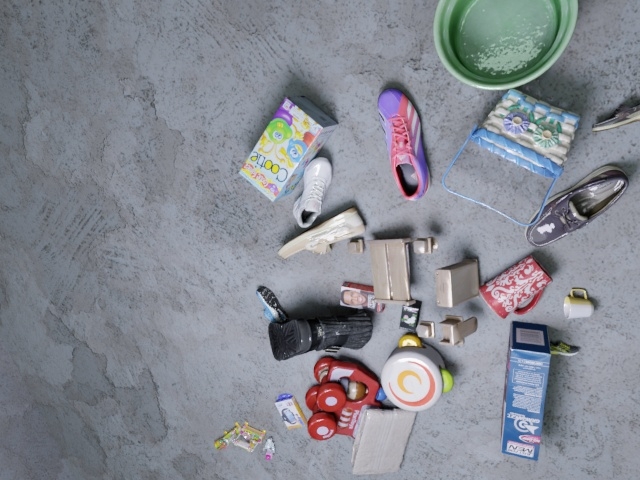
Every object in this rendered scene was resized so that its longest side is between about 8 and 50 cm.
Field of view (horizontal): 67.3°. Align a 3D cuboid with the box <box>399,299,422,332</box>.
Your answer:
[{"bbox_3d":[0.282,0.233,1.508,0.052,0.062,0.083,12,112,19],"label":"box"}]

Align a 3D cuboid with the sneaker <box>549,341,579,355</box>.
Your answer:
[{"bbox_3d":[0.698,0.310,1.387,0.084,0.031,0.035,-4,105,23],"label":"sneaker"}]

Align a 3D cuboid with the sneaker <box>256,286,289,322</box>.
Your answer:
[{"bbox_3d":[-0.184,0.242,1.695,0.073,0.063,0.162,-30,95,30],"label":"sneaker"}]

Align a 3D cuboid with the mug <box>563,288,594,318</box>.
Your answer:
[{"bbox_3d":[0.713,0.179,1.323,0.064,0.062,0.078,1,114,13],"label":"mug"}]

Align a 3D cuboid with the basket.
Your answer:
[{"bbox_3d":[0.476,-0.211,1.204,0.255,0.201,0.288,26,105,11],"label":"basket"}]

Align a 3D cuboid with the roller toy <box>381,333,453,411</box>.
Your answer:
[{"bbox_3d":[0.294,0.423,1.520,0.209,0.146,0.191,42,108,11],"label":"roller toy"}]

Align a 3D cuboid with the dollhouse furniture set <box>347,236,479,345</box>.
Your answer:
[{"bbox_3d":[0.278,0.137,1.462,0.356,0.174,0.302,-1,95,44],"label":"dollhouse furniture set"}]

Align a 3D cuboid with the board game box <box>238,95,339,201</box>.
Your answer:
[{"bbox_3d":[-0.096,-0.275,1.441,0.142,0.144,0.275,40,116,5],"label":"board game box"}]

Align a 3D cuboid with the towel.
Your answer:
[{"bbox_3d":[0.212,0.688,1.653,0.187,0.049,0.282,5,112,-17],"label":"towel"}]

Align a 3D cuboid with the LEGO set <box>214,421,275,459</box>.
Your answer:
[{"bbox_3d":[-0.328,0.809,1.916,0.287,0.107,0.132,-5,105,23],"label":"LEGO set"}]

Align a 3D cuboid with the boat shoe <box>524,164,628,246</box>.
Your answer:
[{"bbox_3d":[0.653,-0.080,1.240,0.285,0.092,0.102,-41,90,27],"label":"boat shoe"}]

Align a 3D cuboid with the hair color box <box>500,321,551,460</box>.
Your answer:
[{"bbox_3d":[0.588,0.431,1.391,0.105,0.174,0.346,4,109,21],"label":"hair color box"}]

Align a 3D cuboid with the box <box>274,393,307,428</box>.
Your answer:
[{"bbox_3d":[-0.115,0.646,1.822,0.081,0.028,0.136,-23,100,26],"label":"box"}]

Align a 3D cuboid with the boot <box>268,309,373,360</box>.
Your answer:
[{"bbox_3d":[-0.009,0.314,1.590,0.348,0.260,0.131,-24,72,61],"label":"boot"}]

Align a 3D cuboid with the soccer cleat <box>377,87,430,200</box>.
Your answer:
[{"bbox_3d":[0.229,-0.264,1.332,0.109,0.116,0.317,-12,103,24],"label":"soccer cleat"}]

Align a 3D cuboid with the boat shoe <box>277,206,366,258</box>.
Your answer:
[{"bbox_3d":[0.000,0.000,1.520,0.303,0.109,0.098,-28,95,21],"label":"boat shoe"}]

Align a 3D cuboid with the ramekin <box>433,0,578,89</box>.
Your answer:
[{"bbox_3d":[0.432,-0.504,1.138,0.304,0.148,0.303,4,101,22],"label":"ramekin"}]

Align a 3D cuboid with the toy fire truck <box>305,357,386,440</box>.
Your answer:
[{"bbox_3d":[0.091,0.549,1.654,0.254,0.169,0.301,11,112,-10],"label":"toy fire truck"}]

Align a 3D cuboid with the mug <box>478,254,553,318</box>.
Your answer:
[{"bbox_3d":[0.558,0.130,1.358,0.169,0.150,0.113,-43,52,23],"label":"mug"}]

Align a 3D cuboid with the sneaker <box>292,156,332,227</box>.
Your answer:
[{"bbox_3d":[-0.015,-0.137,1.463,0.091,0.115,0.232,9,120,-15],"label":"sneaker"}]

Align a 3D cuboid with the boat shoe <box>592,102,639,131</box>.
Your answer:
[{"bbox_3d":[0.733,-0.304,1.159,0.152,0.056,0.049,-17,96,16],"label":"boat shoe"}]

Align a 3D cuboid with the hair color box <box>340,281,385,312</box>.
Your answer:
[{"bbox_3d":[0.138,0.184,1.559,0.141,0.043,0.071,8,111,20],"label":"hair color box"}]
